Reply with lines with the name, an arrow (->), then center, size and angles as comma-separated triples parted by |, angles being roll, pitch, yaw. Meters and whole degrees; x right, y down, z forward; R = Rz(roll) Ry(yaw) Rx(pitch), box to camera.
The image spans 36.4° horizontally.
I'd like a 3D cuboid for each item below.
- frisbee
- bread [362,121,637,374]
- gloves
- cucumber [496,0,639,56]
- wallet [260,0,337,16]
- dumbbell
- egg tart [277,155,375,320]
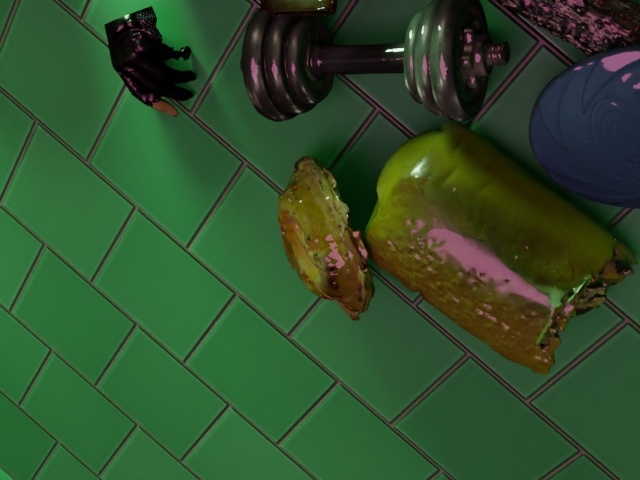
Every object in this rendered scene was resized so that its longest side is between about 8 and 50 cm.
frisbee -> 0.417, -0.129, 1.269 | 0.289, 0.049, 0.290 | 10, 141, 8
bread -> 0.239, 0.011, 1.428 | 0.376, 0.208, 0.251 | 39, 124, 9
gloves -> -0.281, -0.282, 1.595 | 0.129, 0.106, 0.181 | -13, 107, 32
cucumber -> 0.329, -0.295, 1.256 | 0.359, 0.096, 0.096 | 34, 128, 8
wallet -> -0.017, -0.433, 1.330 | 0.137, 0.031, 0.255 | 9, 87, 31
dumbbell -> 0.065, -0.256, 1.373 | 0.406, 0.179, 0.179 | 3, 119, 27
egg tart -> 0.000, 0.000, 1.527 | 0.279, 0.095, 0.279 | 158, 90, -79
